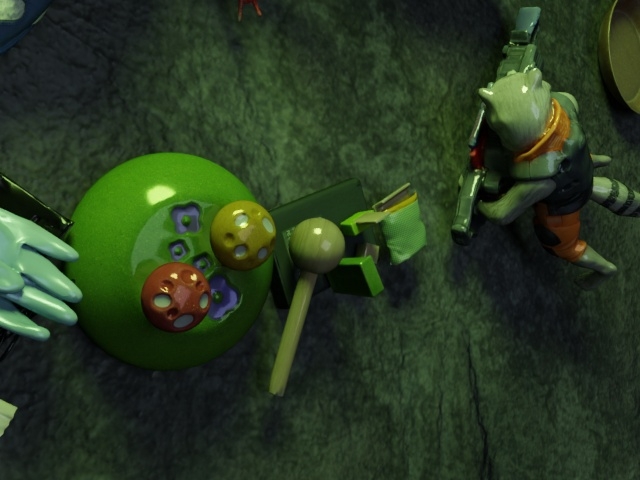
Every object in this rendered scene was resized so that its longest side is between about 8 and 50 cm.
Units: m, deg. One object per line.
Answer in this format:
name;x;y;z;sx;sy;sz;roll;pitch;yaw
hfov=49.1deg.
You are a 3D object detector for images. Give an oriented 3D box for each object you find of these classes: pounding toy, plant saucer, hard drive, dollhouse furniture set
pounding toy;-0.076;0.028;0.564;0.237;0.110;0.183;23;78;-31
plant saucer;0.499;-0.299;1.132;0.198;0.036;0.198;1;88;-41
hard drive;0.000;0.000;0.704;0.135;0.022;0.094;-25;104;-38
dollhouse furniture set;0.074;0.000;0.712;0.151;0.058;0.076;-33;110;-36

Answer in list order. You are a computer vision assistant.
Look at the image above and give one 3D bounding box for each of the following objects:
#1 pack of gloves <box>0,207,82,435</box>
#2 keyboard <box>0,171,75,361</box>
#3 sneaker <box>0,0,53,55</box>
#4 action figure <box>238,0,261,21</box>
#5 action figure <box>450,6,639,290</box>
pack of gloves;-0.282;0.032;0.440;0.232;0.046;0.195;40;52;-18
keyboard;-0.253;0.049;0.490;0.100;0.038;0.192;37;64;-8
sneaker;-0.186;-0.247;0.485;0.112;0.131;0.296;43;64;-33
action figure;-0.005;-0.297;0.642;0.280;0.091;0.139;-12;129;-11
action figure;0.300;-0.127;0.871;0.330;0.178;0.341;29;72;-46
